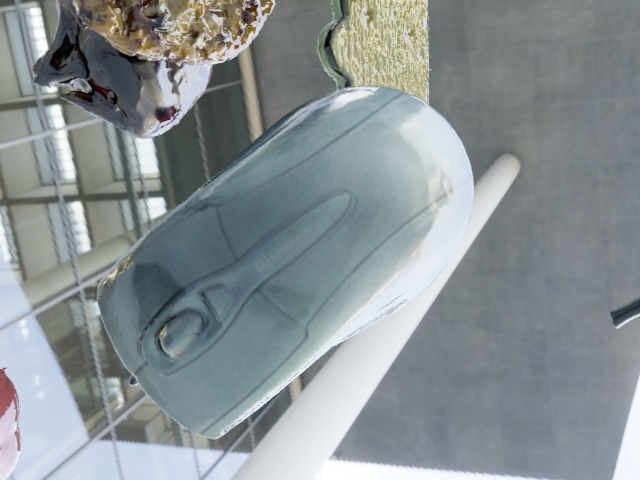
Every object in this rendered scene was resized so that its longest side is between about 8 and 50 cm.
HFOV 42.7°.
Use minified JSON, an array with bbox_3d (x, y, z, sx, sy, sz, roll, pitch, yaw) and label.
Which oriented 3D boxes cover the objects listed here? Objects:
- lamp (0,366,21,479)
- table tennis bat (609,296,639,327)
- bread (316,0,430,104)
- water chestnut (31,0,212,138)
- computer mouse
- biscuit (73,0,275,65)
[{"bbox_3d":[-0.336,0.157,0.660,0.140,0.182,0.182,19,-61,54],"label":"lamp"},{"bbox_3d":[0.586,0.078,1.347,0.236,0.027,0.150,-35,-123,28],"label":"table tennis bat"},{"bbox_3d":[0.082,-0.291,1.246,0.056,0.207,0.286,7,-82,55],"label":"bread"},{"bbox_3d":[-0.325,-0.313,1.360,0.289,0.244,0.289,6,-62,11],"label":"water chestnut"},{"bbox_3d":[-0.044,0.023,0.673,0.371,0.122,0.188,-39,-96,17],"label":"computer mouse"},{"bbox_3d":[-0.208,-0.402,1.193,0.081,0.334,0.289,11,-71,55],"label":"biscuit"}]
